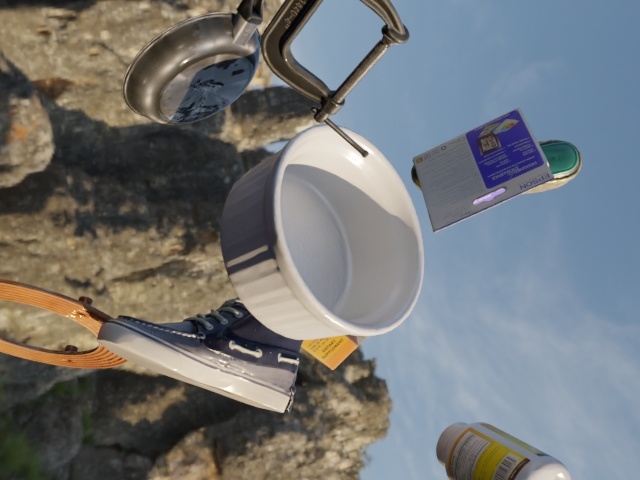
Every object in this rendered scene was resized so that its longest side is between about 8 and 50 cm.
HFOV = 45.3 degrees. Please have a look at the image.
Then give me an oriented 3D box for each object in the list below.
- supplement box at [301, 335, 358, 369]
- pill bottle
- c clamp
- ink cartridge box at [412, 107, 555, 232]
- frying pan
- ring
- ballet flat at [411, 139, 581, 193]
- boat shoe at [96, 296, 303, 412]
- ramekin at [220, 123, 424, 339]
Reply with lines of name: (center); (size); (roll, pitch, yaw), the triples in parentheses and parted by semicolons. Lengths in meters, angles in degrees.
supplement box: (-0.041, 0.135, 1.409); (0.233, 0.078, 0.080); (39, 17, -17)
pill bottle: (0.276, 0.358, 1.195); (0.215, 0.117, 0.117); (16, -63, 62)
c clamp: (0.019, -0.155, 0.647); (0.161, 0.137, 0.022); (-49, -170, 53)
ink cartridge box: (0.265, -0.108, 1.264); (0.045, 0.206, 0.208); (54, 19, -36)
frying pan: (-0.106, -0.249, 0.981); (0.053, 0.326, 0.197); (60, 10, 17)
ring: (-0.452, 0.126, 1.200); (0.337, 0.336, 0.032); (108, -7, -60)
ballet flat: (0.361, -0.136, 1.596); (0.123, 0.348, 0.123); (-8, 90, -88)
boat shoe: (-0.167, 0.142, 1.173); (0.127, 0.340, 0.158); (-3, -116, 48)
ramekin: (0.000, 0.000, 1.013); (0.135, 0.277, 0.277); (-21, -101, 41)
